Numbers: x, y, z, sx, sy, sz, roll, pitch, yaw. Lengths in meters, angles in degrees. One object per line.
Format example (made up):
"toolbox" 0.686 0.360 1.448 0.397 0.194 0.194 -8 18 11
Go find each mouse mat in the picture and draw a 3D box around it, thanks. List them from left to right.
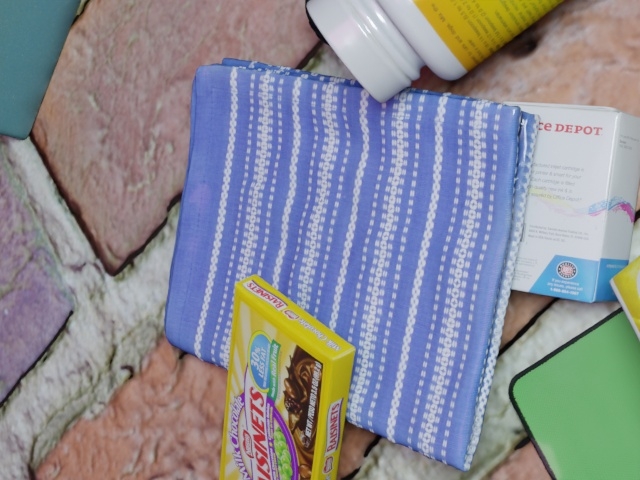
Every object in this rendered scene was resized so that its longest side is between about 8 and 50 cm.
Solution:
"mouse mat" 0.220 0.110 0.810 0.190 0.007 0.152 -39 65 30

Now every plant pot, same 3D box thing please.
"plant pot" -0.368 -0.208 1.136 0.166 0.234 0.165 34 107 33

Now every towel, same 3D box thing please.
"towel" 0.000 0.000 0.930 0.336 0.040 0.243 16 99 47

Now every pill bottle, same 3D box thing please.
"pill bottle" 0.100 -0.184 0.821 0.215 0.117 0.117 -37 65 11

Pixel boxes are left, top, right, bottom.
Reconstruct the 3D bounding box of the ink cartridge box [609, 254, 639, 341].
"ink cartridge box" 0.321 0.040 0.627 0.307 0.072 0.303 -47 36 26

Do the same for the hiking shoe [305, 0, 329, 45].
"hiking shoe" 0.057 -0.275 0.881 0.113 0.132 0.304 40 110 32

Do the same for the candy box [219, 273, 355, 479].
"candy box" -0.029 0.134 0.935 0.105 0.027 0.206 36 133 36

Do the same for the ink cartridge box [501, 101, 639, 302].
"ink cartridge box" 0.157 -0.026 0.838 0.088 0.052 0.122 10 95 37
